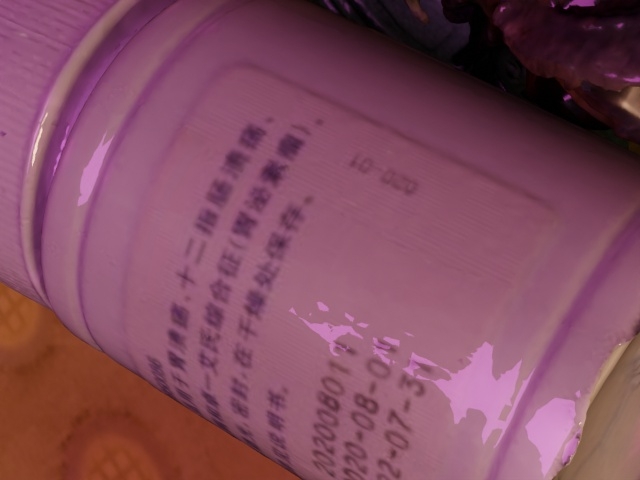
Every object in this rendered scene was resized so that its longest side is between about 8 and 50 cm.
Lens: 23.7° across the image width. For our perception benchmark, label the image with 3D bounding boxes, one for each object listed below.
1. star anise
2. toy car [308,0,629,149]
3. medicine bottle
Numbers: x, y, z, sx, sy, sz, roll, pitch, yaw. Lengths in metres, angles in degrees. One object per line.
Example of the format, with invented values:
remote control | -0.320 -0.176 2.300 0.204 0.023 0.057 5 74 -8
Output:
star anise | 0.086 -0.122 0.622 0.282 0.212 0.129 40 82 1
toy car | 0.025 -0.137 0.793 0.321 0.097 0.141 53 130 6
medicine bottle | 0.000 0.000 0.682 0.332 0.190 0.190 29 117 24
